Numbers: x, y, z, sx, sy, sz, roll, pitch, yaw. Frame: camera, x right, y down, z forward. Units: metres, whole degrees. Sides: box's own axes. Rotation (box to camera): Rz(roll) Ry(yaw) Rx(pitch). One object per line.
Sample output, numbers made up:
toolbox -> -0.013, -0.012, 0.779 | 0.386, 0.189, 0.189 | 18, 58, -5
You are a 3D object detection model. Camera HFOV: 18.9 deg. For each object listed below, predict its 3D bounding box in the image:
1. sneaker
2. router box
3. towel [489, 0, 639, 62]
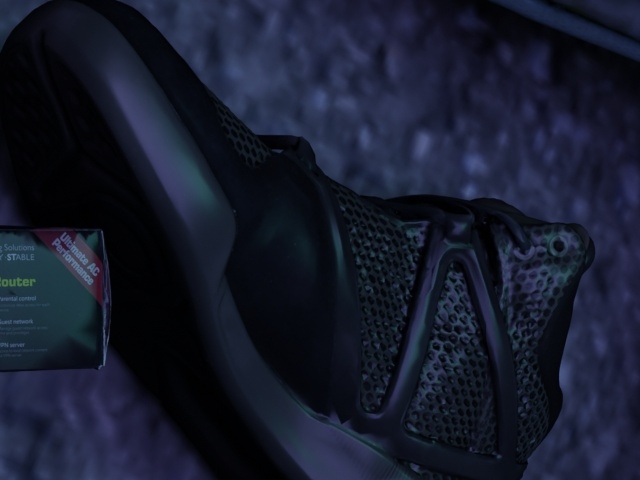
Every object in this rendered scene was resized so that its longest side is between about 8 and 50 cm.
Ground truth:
sneaker -> 0.000, 0.000, 0.587 | 0.130, 0.087, 0.227 | -47, 115, -25
router box -> -0.128, 0.015, 0.501 | 0.122, 0.092, 0.038 | 0, 90, -32
towel -> 0.217, -0.180, 0.634 | 0.374, 0.090, 0.320 | 22, 73, -4
